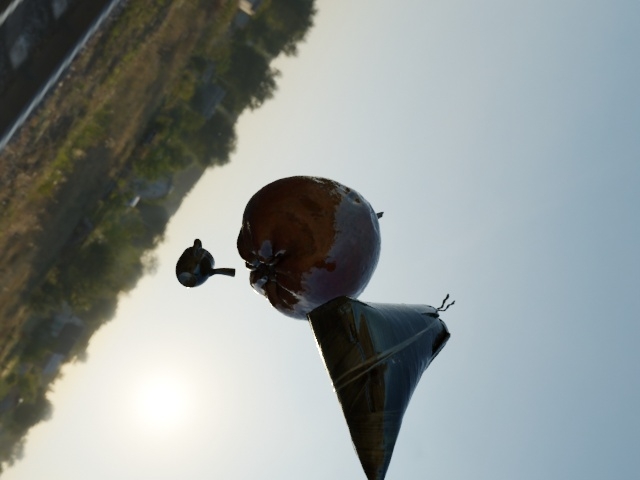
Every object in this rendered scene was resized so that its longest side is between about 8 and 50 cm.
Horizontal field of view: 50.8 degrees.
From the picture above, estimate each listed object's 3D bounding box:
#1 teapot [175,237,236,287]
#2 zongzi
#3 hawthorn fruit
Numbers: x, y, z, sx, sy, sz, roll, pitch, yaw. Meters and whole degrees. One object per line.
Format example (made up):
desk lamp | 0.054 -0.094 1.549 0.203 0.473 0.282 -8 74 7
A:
teapot | -0.213 0.048 1.255 0.080 0.110 0.085 -72 176 -54
zongzi | 0.110 0.195 0.901 0.111 0.248 0.241 -31 -115 38
hawthorn fruit | 0.000 0.000 1.283 0.298 0.277 0.277 -27 180 -25
